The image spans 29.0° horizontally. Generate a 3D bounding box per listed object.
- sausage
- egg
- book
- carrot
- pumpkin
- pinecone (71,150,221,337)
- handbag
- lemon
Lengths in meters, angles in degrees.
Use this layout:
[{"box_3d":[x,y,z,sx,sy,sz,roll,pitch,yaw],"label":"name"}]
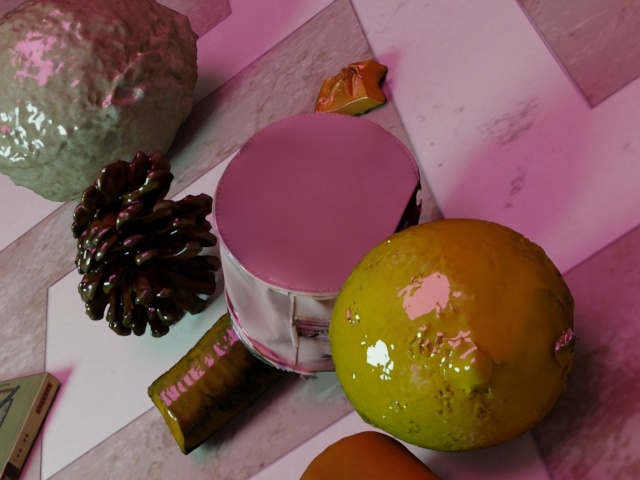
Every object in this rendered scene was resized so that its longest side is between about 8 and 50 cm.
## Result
[{"box_3d":[0.064,0.209,0.858,0.098,0.098,0.238,-47,30,-5],"label":"sausage"},{"box_3d":[-0.296,-0.192,1.543,0.310,0.279,0.279,-48,32,-23],"label":"egg"},{"box_3d":[-0.384,0.253,1.348,0.161,0.026,0.231,-14,44,37],"label":"book"},{"box_3d":[-0.083,0.114,1.128,0.173,0.082,0.082,-41,33,-2],"label":"carrot"},{"box_3d":[0.027,-0.165,1.364,0.101,0.035,0.073,-19,43,30],"label":"pumpkin"},{"box_3d":[-0.182,0.008,1.277,0.179,0.150,0.195,106,159,-48],"label":"pinecone"},{"box_3d":[0.000,0.001,1.066,0.179,0.116,0.205,21,57,11],"label":"handbag"},{"box_3d":[0.094,0.069,0.909,0.173,0.173,0.206,-56,19,-18],"label":"lemon"}]
